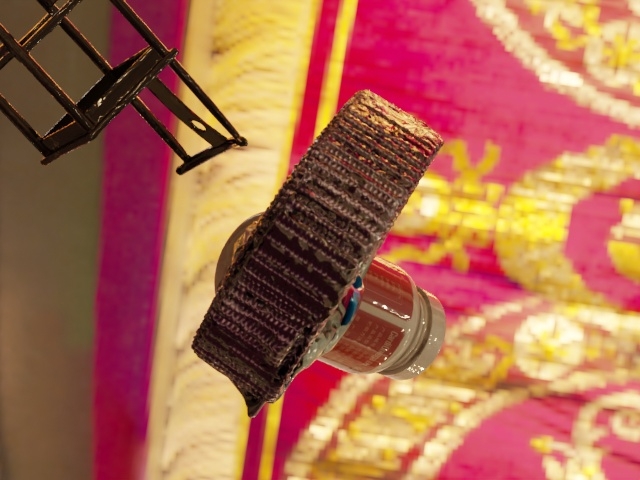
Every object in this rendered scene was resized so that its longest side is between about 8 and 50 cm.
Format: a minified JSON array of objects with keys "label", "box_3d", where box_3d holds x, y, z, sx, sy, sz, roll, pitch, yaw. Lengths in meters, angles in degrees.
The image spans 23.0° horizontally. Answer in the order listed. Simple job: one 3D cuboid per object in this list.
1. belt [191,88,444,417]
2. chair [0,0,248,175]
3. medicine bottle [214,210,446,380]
[{"label":"belt","box_3d":[0.000,0.000,1.381,0.260,0.122,0.325,-60,178,30]},{"label":"chair","box_3d":[-0.218,-0.143,1.575,0.141,0.260,0.154,-49,-164,-25]},{"label":"medicine bottle","box_3d":[0.014,0.064,1.673,0.131,0.250,0.131,-24,-126,38]}]
